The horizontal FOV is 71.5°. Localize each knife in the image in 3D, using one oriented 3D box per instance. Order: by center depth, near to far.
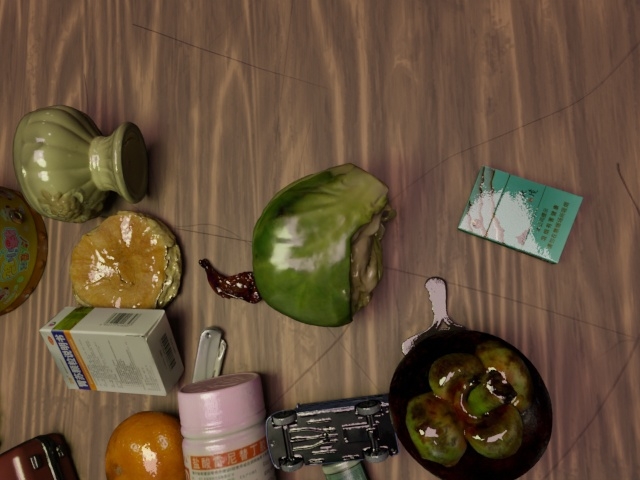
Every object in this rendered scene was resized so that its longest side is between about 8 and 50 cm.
[{"bbox_3d":[-0.299,0.358,1.156,0.073,0.040,0.266,11,87,-3],"label":"knife"}]

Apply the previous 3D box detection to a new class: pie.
[{"bbox_3d":[-0.536,0.075,1.218,0.339,0.083,0.340,-2,82,14],"label":"pie"}]

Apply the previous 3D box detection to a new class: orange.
[{"bbox_3d":[-0.412,0.540,1.091,0.240,0.171,0.240,-2,86,27],"label":"orange"}]

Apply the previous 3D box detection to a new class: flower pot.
[{"bbox_3d":[-0.605,-0.197,1.167,0.243,0.307,0.308,-2,83,-1],"label":"flower pot"}]

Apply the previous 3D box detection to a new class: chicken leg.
[{"bbox_3d":[-0.241,0.110,1.166,0.205,0.053,0.093,17,65,7],"label":"chicken leg"}]

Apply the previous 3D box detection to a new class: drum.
[{"bbox_3d":[-1.030,0.024,1.270,0.430,0.214,0.432,-1,83,12],"label":"drum"}]

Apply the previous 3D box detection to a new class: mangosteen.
[{"bbox_3d":[0.293,0.333,0.888,0.329,0.330,0.330,-1,84,13],"label":"mangosteen"}]

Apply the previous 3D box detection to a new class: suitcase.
[{"bbox_3d":[-0.771,0.690,1.167,0.236,0.161,0.297,-28,80,10],"label":"suitcase"}]

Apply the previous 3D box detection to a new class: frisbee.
[{"bbox_3d":[0.302,0.212,1.050,0.187,0.012,0.211,25,90,13],"label":"frisbee"}]

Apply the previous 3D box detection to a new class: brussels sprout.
[{"bbox_3d":[0.000,0.000,1.006,0.314,0.276,0.372,24,89,11],"label":"brussels sprout"}]

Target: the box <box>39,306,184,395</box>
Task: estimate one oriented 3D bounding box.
[{"bbox_3d":[-0.525,0.281,1.138,0.299,0.106,0.200,0,118,14],"label":"box"}]

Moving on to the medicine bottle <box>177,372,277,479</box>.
[{"bbox_3d":[-0.215,0.489,1.037,0.202,0.202,0.316,-12,84,11],"label":"medicine bottle"}]

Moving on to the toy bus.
[{"bbox_3d":[0.028,0.435,1.027,0.292,0.133,0.126,-11,87,9],"label":"toy bus"}]

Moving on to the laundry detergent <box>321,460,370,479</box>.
[{"bbox_3d":[0.087,0.613,1.026,0.099,0.070,0.226,-24,79,8],"label":"laundry detergent"}]

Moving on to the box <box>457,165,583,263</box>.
[{"bbox_3d":[0.456,-0.061,1.027,0.229,0.041,0.162,22,89,14],"label":"box"}]
